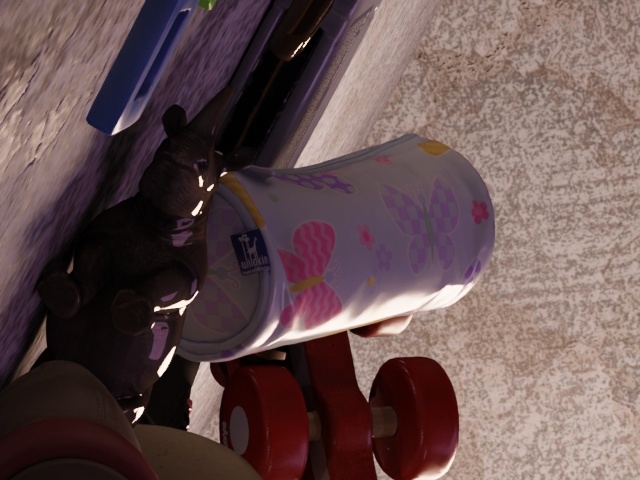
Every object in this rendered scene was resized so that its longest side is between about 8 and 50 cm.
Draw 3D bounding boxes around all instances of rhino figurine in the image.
[{"bbox_3d":[-0.099,0.019,0.988,0.243,0.073,0.106,-63,173,24],"label":"rhino figurine"}]

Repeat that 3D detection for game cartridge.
[{"bbox_3d":[-0.034,-0.086,1.307,0.294,0.060,0.196,-61,174,16],"label":"game cartridge"}]

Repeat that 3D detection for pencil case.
[{"bbox_3d":[0.000,0.000,1.203,0.113,0.124,0.273,-22,172,37],"label":"pencil case"}]

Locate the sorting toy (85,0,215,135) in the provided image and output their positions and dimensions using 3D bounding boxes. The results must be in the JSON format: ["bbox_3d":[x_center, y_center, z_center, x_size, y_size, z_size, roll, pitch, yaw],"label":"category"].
[{"bbox_3d":[-0.011,-0.199,0.639,0.348,0.047,0.196,-61,-178,24],"label":"sorting toy"}]

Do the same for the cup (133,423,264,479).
[{"bbox_3d":[-0.114,0.252,1.120,0.331,0.331,0.237,117,-22,-46],"label":"cup"}]

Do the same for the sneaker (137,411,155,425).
[{"bbox_3d":[-0.189,0.241,1.325,0.262,0.104,0.125,-59,179,-18],"label":"sneaker"}]

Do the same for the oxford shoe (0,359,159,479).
[{"bbox_3d":[-0.189,0.208,0.868,0.348,0.123,0.130,-50,-157,10],"label":"oxford shoe"}]

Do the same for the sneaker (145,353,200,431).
[{"bbox_3d":[-0.129,0.203,1.568,0.296,0.147,0.105,-60,176,-45],"label":"sneaker"}]

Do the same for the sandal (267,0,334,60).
[{"bbox_3d":[0.003,-0.191,0.918,0.090,0.060,0.219,135,-29,-78],"label":"sandal"}]

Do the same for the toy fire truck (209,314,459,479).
[{"bbox_3d":[-0.030,0.117,1.540,0.254,0.169,0.302,-49,-131,54],"label":"toy fire truck"}]
